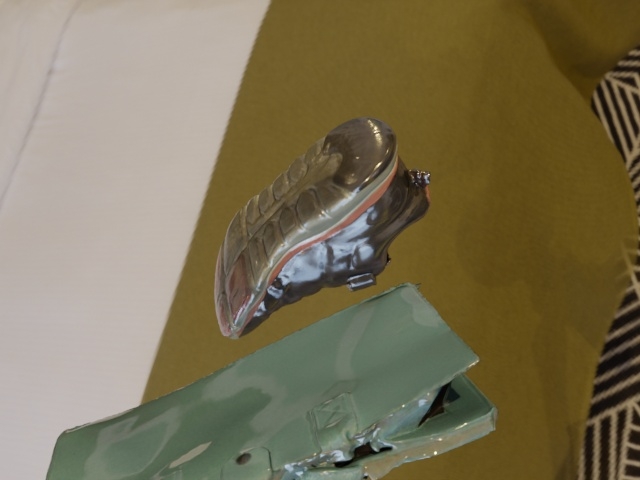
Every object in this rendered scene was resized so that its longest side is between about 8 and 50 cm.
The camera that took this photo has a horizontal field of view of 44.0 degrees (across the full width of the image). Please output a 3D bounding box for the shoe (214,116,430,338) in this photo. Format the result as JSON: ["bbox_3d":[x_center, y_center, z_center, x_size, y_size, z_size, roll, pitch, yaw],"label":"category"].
[{"bbox_3d":[0.000,0.000,0.820,0.291,0.137,0.114,-42,43,27],"label":"shoe"}]

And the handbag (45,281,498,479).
[{"bbox_3d":[-0.030,0.100,0.389,0.221,0.144,0.057,-23,100,-1],"label":"handbag"}]
